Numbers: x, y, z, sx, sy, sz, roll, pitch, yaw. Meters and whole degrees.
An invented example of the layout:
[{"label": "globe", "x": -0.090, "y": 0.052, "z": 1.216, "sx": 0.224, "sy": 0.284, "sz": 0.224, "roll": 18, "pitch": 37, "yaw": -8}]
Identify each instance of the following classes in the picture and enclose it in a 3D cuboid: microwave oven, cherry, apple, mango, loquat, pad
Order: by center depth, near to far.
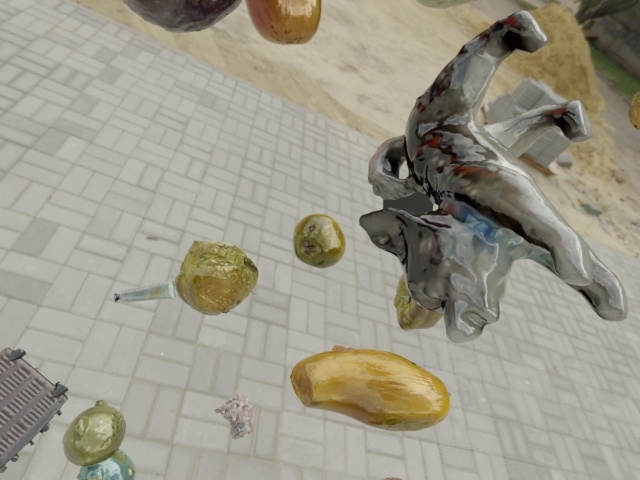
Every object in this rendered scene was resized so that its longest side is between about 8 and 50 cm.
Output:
[{"label": "cherry", "x": -0.174, "y": -0.354, "z": 0.496, "sx": 0.194, "sy": 0.195, "sz": 0.195, "roll": 18, "pitch": 42, "yaw": -17}, {"label": "pad", "x": 0.179, "y": -0.053, "z": 0.865, "sx": 0.112, "sy": 0.157, "sz": 0.003, "roll": -13, "pitch": 43, "yaw": -7}, {"label": "microwave oven", "x": -0.677, "y": 0.360, "z": 0.888, "sx": 0.188, "sy": 0.247, "sz": 0.178, "roll": 47, "pitch": 43, "yaw": -15}, {"label": "apple", "x": -0.079, "y": -0.520, "z": 0.921, "sx": 0.199, "sy": 0.199, "sz": 0.199, "roll": 18, "pitch": 42, "yaw": -17}, {"label": "mango", "x": 0.112, "y": 0.320, "z": 0.927, "sx": 0.358, "sy": 0.144, "sz": 0.187, "roll": 13, "pitch": 16, "yaw": 2}, {"label": "loquat", "x": 0.000, "y": 0.000, "z": 1.617, "sx": 0.213, "sy": 0.214, "sz": 0.246, "roll": 38, "pitch": 22, "yaw": 6}]

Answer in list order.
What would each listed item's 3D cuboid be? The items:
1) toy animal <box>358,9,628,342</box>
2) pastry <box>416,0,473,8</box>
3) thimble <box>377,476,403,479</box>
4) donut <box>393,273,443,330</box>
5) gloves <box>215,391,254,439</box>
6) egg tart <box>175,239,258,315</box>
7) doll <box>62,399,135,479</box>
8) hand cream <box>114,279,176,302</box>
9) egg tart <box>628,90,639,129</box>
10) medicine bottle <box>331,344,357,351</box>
[{"label": "toy animal", "x": 0.169, "y": -0.041, "z": 0.529, "sx": 0.194, "sy": 0.302, "sz": 0.345, "roll": 28, "pitch": 58, "yaw": -34}, {"label": "pastry", "x": 0.345, "y": -0.708, "z": 1.097, "sx": 0.264, "sy": 0.133, "sz": 0.265, "roll": -10, "pitch": 47, "yaw": 10}, {"label": "thimble", "x": 0.134, "y": 0.587, "z": 0.869, "sx": 0.124, "sy": 0.190, "sz": 0.163, "roll": -1, "pitch": 67, "yaw": -18}, {"label": "donut", "x": 0.353, "y": 0.187, "z": 1.461, "sx": 0.128, "sy": 0.262, "sz": 0.209, "roll": 9, "pitch": 52, "yaw": -14}, {"label": "gloves", "x": -0.275, "y": 0.585, "z": 1.412, "sx": 0.110, "sy": 0.094, "sz": 0.144, "roll": -36, "pitch": 71, "yaw": -13}, {"label": "egg tart", "x": -0.400, "y": 0.173, "z": 1.673, "sx": 0.339, "sy": 0.352, "sz": 0.153, "roll": 26, "pitch": 21, "yaw": -33}, {"label": "doll", "x": -0.625, "y": 0.600, "z": 1.193, "sx": 0.161, "sy": 0.177, "sz": 0.261, "roll": -13, "pitch": 91, "yaw": -3}, {"label": "hand cream", "x": -0.591, "y": 0.179, "z": 1.429, "sx": 0.194, "sy": 0.042, "sz": 0.067, "roll": -8, "pitch": 69, "yaw": -17}, {"label": "egg tart", "x": 0.871, "y": -0.341, "z": 1.128, "sx": 0.130, "sy": 0.052, "sz": 0.131, "roll": -21, "pitch": 90, "yaw": -81}, {"label": "medicine bottle", "x": 0.080, "y": 0.538, "z": 1.635, "sx": 0.111, "sy": 0.223, "sz": 0.149, "roll": 9, "pitch": 16, "yaw": 6}]
